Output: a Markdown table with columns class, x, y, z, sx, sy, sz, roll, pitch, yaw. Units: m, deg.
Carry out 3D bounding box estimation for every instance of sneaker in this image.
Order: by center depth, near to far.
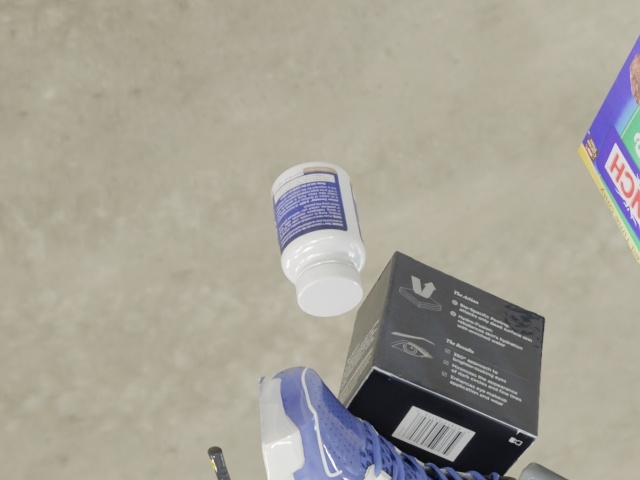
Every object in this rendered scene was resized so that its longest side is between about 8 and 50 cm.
| class | x | y | z | sx | sy | sz | roll | pitch | yaw |
| --- | --- | --- | --- | --- | --- | --- | --- | --- | --- |
| sneaker | 0.076 | 0.215 | 1.164 | 0.182 | 0.127 | 0.315 | -20 | 121 | 7 |

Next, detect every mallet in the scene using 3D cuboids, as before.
| class | x | y | z | sx | sy | sz | roll | pitch | yaw |
| --- | --- | --- | --- | --- | --- | --- | --- | --- | --- |
| mallet | -0.079 | 0.300 | 1.496 | 0.039 | 0.062 | 0.189 | -28 | 122 | -24 |

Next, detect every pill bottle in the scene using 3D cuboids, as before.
| class | x | y | z | sx | sy | sz | roll | pitch | yaw |
| --- | --- | --- | --- | --- | --- | --- | --- | --- | --- |
| pill bottle | 0.000 | 0.000 | 1.870 | 0.112 | 0.186 | 0.112 | -6 | 141 | -5 |

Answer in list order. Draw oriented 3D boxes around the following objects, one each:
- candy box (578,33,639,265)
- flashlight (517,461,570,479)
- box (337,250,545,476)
| class | x | y | z | sx | sy | sz | roll | pitch | yaw |
| --- | --- | --- | --- | --- | --- | --- | --- | --- | --- |
| candy box | 0.428 | -0.089 | 1.582 | 0.122 | 0.268 | 0.317 | -18 | 156 | -16 |
| flashlight | 0.243 | 0.255 | 0.875 | 0.103 | 0.304 | 0.103 | -54 | 155 | -28 |
| box | 0.108 | 0.116 | 1.275 | 0.156 | 0.158 | 0.093 | 24 | 130 | -8 |
